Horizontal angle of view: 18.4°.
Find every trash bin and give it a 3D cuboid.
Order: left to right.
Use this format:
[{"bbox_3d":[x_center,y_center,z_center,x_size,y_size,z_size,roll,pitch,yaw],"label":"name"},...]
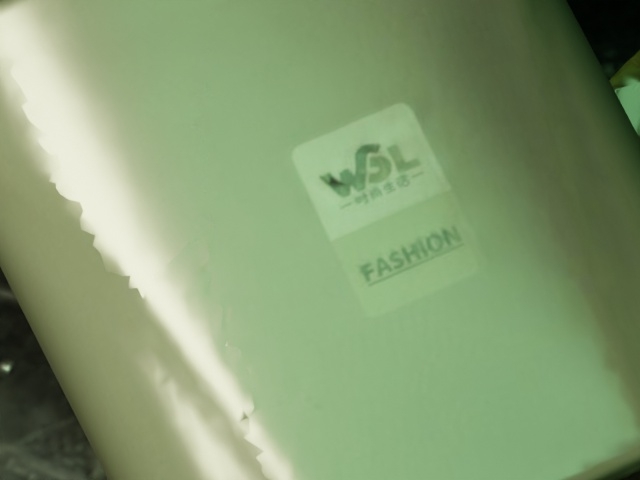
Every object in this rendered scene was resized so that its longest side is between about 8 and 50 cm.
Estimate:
[{"bbox_3d":[0.000,0.000,0.593,0.219,0.219,0.250,-25,68,-4],"label":"trash bin"}]

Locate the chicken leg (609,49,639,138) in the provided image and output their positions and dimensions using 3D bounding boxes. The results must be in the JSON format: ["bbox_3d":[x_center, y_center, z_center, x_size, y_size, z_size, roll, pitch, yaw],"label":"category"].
[{"bbox_3d":[0.246,0.059,0.560,0.409,0.182,0.295,22,83,26],"label":"chicken leg"}]
